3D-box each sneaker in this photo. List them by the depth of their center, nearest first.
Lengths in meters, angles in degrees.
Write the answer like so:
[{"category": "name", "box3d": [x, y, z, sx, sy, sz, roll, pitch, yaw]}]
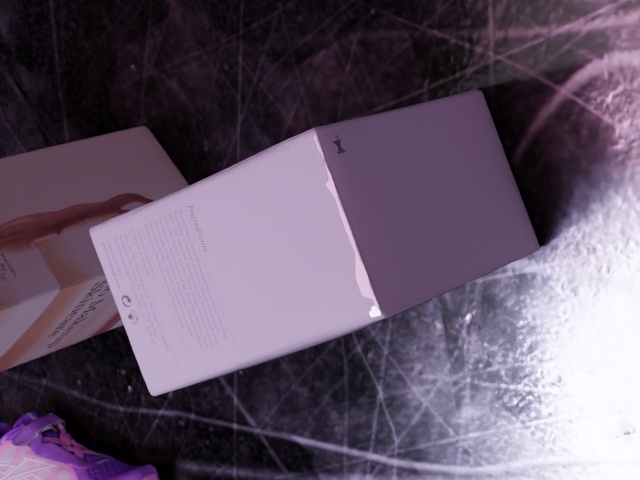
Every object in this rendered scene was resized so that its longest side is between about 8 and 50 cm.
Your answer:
[{"category": "sneaker", "box3d": [-0.251, 0.213, 1.437, 0.236, 0.095, 0.104, -6, 90, 37]}]

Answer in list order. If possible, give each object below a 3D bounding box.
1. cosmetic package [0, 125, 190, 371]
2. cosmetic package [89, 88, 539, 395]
[{"category": "cosmetic package", "box3d": [-0.243, 0.017, 1.250, 0.129, 0.296, 0.153, 53, 126, 11]}, {"category": "cosmetic package", "box3d": [0.000, 0.000, 1.117, 0.225, 0.224, 0.138, -23, 87, 37]}]
